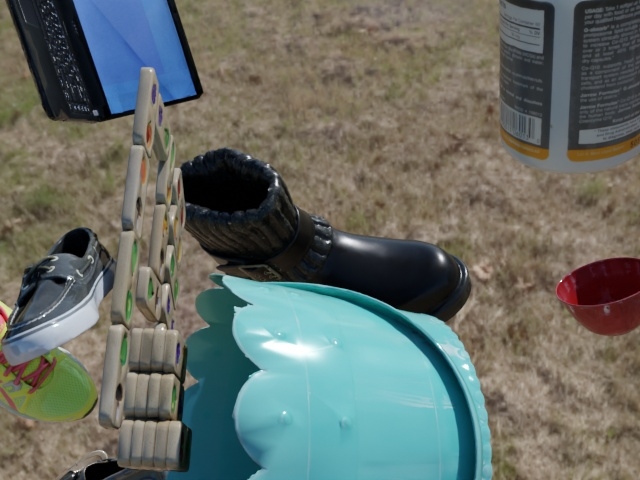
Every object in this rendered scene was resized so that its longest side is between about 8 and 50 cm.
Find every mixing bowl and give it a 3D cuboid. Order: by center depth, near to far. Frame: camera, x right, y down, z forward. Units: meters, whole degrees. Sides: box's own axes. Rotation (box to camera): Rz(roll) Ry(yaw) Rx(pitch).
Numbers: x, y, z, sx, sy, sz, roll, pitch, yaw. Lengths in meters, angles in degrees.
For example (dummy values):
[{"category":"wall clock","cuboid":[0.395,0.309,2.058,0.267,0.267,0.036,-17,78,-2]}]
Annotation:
[{"category":"mixing bowl","cuboid":[0.546,0.117,1.390,0.182,0.098,0.181,-20,17,7]}]

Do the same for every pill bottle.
[{"category":"pill bottle","cuboid":[0.269,-0.223,0.774,0.162,0.278,0.162,-6,33,4]}]

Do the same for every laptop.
[{"category":"laptop","cuboid":[-0.249,-0.265,0.849,0.137,0.234,0.264,-17,8,1]}]

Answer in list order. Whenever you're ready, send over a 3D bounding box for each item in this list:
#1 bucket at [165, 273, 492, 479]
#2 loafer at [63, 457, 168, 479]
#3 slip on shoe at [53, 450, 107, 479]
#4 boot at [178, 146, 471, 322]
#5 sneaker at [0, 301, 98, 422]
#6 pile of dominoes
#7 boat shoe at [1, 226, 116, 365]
[{"category":"bucket","cuboid":[-0.008,0.167,0.567,0.183,0.281,0.281,6,33,-18]},{"category":"loafer","cuboid":[-0.346,0.384,1.208,0.268,0.084,0.096,-16,24,23]},{"category":"slip on shoe","cuboid":[-0.502,0.484,1.527,0.135,0.041,0.051,-28,82,-24]},{"category":"boot","cuboid":[-0.002,0.003,0.920,0.348,0.260,0.131,-3,49,19]},{"category":"sneaker","cuboid":[-0.314,0.112,0.733,0.209,0.094,0.081,36,63,-9]},{"category":"pile of dominoes","cuboid":[-0.105,0.035,0.531,0.040,0.196,0.251,2,70,-1]},{"category":"boat shoe","cuboid":[-0.148,0.027,0.413,0.049,0.040,0.142,-24,14,1]}]
